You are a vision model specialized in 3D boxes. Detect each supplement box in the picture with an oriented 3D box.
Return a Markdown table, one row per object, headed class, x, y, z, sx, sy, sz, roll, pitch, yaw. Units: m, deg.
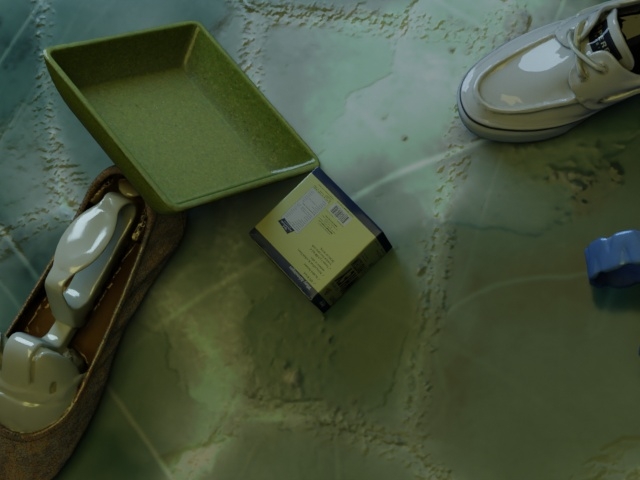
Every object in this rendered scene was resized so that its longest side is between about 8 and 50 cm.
| class | x | y | z | sx | sy | sz | roll | pitch | yaw |
| --- | --- | --- | --- | --- | --- | --- | --- | --- | --- |
| supplement box | 0.000 | 0.000 | 1.403 | 0.083 | 0.056 | 0.083 | -44 | 72 | -2 |

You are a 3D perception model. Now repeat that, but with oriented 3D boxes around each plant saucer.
| class | x | y | z | sx | sy | sz | roll | pitch | yaw |
| --- | --- | --- | --- | --- | --- | --- | --- | --- | --- |
| plant saucer | -0.123 | -0.097 | 1.414 | 0.188 | 0.188 | 0.045 | 49 | 129 | 19 |

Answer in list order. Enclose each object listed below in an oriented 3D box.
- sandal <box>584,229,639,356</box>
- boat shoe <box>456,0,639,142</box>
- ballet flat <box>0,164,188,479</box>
| class | x | y | z | sx | sy | sz | roll | pitch | yaw |
| --- | --- | --- | --- | --- | --- | --- | --- | --- | --- |
| sandal | 0.320 | -0.039 | 1.318 | 0.138 | 0.126 | 0.317 | 32 | 83 | 21 |
| boat shoe | 0.240 | -0.154 | 1.376 | 0.267 | 0.088 | 0.096 | -12 | 74 | 8 |
| ballet flat | -0.221 | 0.070 | 1.404 | 0.107 | 0.106 | 0.316 | 23 | 82 | 16 |
